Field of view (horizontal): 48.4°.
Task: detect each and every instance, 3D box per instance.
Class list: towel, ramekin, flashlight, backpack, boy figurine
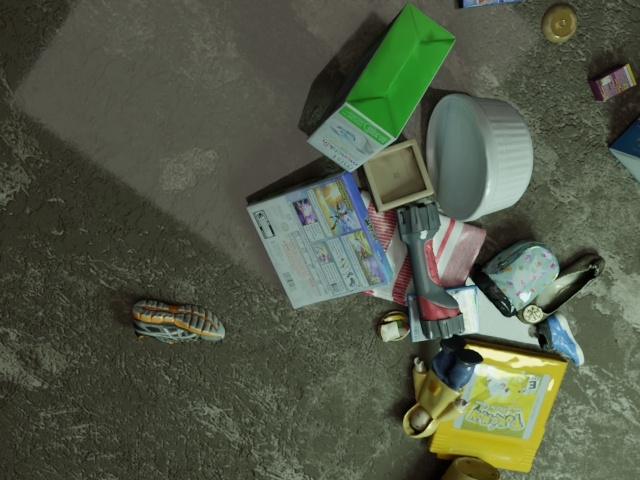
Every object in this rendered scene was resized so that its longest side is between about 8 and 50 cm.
[{"bbox_3d":[0.201,0.035,1.669,0.329,0.037,0.237,17,102,-10],"label":"towel"},{"bbox_3d":[0.338,-0.180,1.514,0.127,0.273,0.272,-8,106,-17],"label":"ramekin"},{"bbox_3d":[0.254,0.066,1.609,0.103,0.103,0.304,-6,96,34],"label":"flashlight"},{"bbox_3d":[0.468,0.082,1.671,0.182,0.115,0.152,-41,103,3],"label":"backpack"},{"bbox_3d":[0.278,0.358,1.712,0.092,0.177,0.285,-5,130,-43],"label":"boy figurine"}]

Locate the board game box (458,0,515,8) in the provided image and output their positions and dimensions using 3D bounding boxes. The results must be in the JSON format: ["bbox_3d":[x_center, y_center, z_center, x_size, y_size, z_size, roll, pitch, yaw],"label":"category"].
[{"bbox_3d":[0.357,-0.605,1.510,0.136,0.035,0.201,-8,106,-4],"label":"board game box"}]

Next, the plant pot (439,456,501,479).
[{"bbox_3d":[0.360,0.680,1.767,0.237,0.237,0.254,10,100,-9],"label":"plant pot"}]

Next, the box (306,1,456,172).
[{"bbox_3d":[0.118,-0.295,1.418,0.127,0.231,0.262,35,71,-11],"label":"box"}]

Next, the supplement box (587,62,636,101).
[{"bbox_3d":[0.659,-0.357,1.607,0.083,0.043,0.055,-28,107,1],"label":"supplement box"}]

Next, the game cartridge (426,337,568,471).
[{"bbox_3d":[0.442,0.420,1.794,0.285,0.052,0.323,11,103,-9],"label":"game cartridge"}]

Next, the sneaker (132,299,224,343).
[{"bbox_3d":[-0.328,0.199,1.639,0.215,0.084,0.083,14,117,-6],"label":"sneaker"}]

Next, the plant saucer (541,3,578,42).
[{"bbox_3d":[0.533,-0.480,1.574,0.083,0.015,0.083,-2,105,-6],"label":"plant saucer"}]

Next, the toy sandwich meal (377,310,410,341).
[{"bbox_3d":[0.179,0.210,1.717,0.086,0.029,0.085,-2,106,-6],"label":"toy sandwich meal"}]

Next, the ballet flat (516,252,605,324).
[{"bbox_3d":[0.585,0.120,1.722,0.250,0.058,0.084,-36,105,4],"label":"ballet flat"}]

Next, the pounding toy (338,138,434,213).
[{"bbox_3d":[0.128,-0.169,1.580,0.181,0.094,0.206,-19,88,0],"label":"pounding toy"}]

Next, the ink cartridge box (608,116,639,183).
[{"bbox_3d":[0.912,-0.245,1.600,0.285,0.166,0.395,41,98,-16],"label":"ink cartridge box"}]

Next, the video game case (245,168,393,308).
[{"bbox_3d":[0.000,0.000,1.578,0.244,0.061,0.269,-16,109,25],"label":"video game case"}]

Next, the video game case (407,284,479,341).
[{"bbox_3d":[0.292,0.173,1.687,0.166,0.015,0.119,-7,104,-4],"label":"video game case"}]

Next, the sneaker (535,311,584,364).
[{"bbox_3d":[0.587,0.257,1.761,0.085,0.058,0.152,-29,107,2],"label":"sneaker"}]
